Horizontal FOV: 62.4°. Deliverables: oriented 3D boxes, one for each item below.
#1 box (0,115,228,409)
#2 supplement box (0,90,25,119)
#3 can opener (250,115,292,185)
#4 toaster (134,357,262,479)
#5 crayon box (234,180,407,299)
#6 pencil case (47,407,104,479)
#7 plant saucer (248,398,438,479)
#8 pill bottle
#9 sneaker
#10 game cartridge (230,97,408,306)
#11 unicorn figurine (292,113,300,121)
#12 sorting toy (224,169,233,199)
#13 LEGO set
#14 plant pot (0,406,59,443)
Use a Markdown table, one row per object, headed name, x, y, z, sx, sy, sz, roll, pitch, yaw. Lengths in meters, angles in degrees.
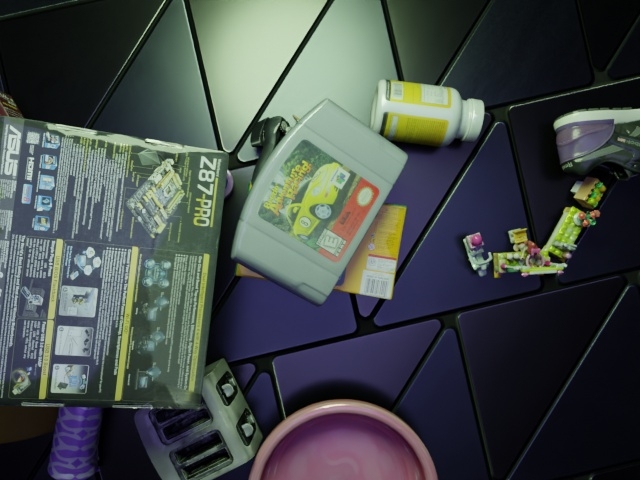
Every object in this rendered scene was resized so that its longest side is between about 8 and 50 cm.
| name | x | y | z | sx | sy | sz | roll | pitch | yaw |
| --- | --- | --- | --- | --- | --- | --- | --- | --- | --- |
| box | -0.316 | 0.041 | 0.779 | 0.318 | 0.097 | 0.394 | 6 | 89 | -15 |
| supplement box | -0.553 | -0.128 | 0.925 | 0.130 | 0.073 | 0.239 | -30 | 92 | -2 |
| can opener | -0.084 | -0.146 | 0.909 | 0.073 | 0.186 | 0.059 | -22 | 136 | 30 |
| toaster | -0.217 | 0.321 | 0.919 | 0.186 | 0.110 | 0.168 | -26 | 90 | -1 |
| crayon box | 0.000 | 0.000 | 0.935 | 0.279 | 0.081 | 0.165 | 9 | 90 | -1 |
| pencil case | -0.416 | 0.316 | 0.929 | 0.088 | 0.086 | 0.206 | 10 | 93 | -38 |
| plant saucer | 0.039 | 0.442 | 0.939 | 0.332 | 0.084 | 0.332 | 0 | 90 | -1 |
| pill bottle | 0.184 | -0.220 | 0.927 | 0.184 | 0.103 | 0.103 | 7 | 90 | -2 |
| sneaker | 0.565 | -0.166 | 0.935 | 0.283 | 0.107 | 0.124 | -4 | 83 | 8 |
| game cartridge | -0.009 | -0.063 | 0.843 | 0.196 | 0.060 | 0.294 | 30 | 88 | -15 |
| unicorn figurine | 0.024 | -0.168 | 0.945 | 0.111 | 0.060 | 0.161 | -15 | 91 | -2 |
| sorting toy | -0.323 | -0.039 | 0.906 | 0.366 | 0.126 | 0.127 | -25 | 91 | 0 |
| LEGO set | 0.408 | -0.004 | 0.932 | 0.287 | 0.107 | 0.132 | -26 | 91 | -1 |
| plant pot | -0.554 | 0.224 | 0.871 | 0.212 | 0.187 | 0.212 | 8 | 90 | -1 |
